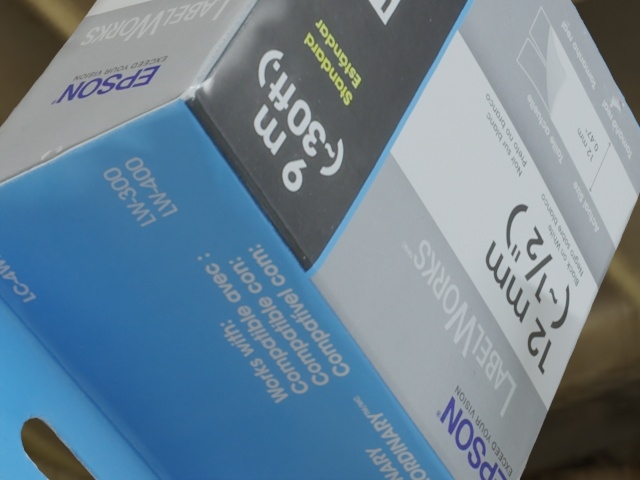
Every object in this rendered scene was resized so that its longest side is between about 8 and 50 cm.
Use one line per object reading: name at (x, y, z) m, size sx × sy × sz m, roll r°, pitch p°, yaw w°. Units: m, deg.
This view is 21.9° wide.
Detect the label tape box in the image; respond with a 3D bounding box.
label tape box at (0.000, 0.000, 0.681) m, size 0.115 × 0.348 × 0.249 m, roll -7°, pitch -49°, yaw 37°
